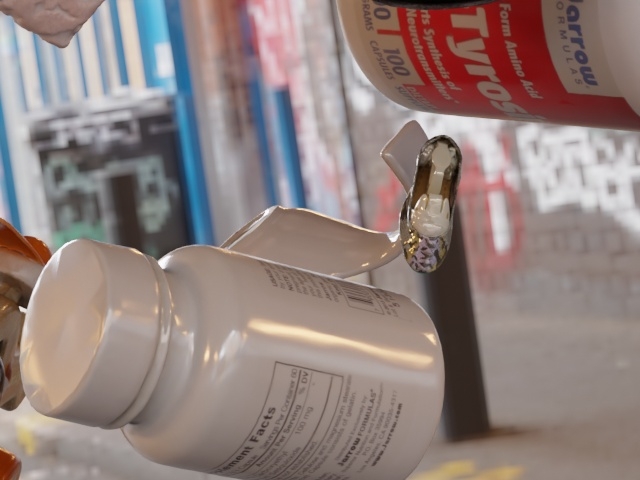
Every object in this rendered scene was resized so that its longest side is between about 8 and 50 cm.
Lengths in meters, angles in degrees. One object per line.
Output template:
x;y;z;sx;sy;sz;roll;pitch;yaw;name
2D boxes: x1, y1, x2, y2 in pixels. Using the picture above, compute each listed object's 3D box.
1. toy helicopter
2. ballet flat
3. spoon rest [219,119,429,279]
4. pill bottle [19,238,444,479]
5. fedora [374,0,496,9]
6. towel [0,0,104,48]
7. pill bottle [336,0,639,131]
-0.258;0.090;1.512;0.140;0.235;0.355;22;3;1;toy helicopter
0.081;-0.031;1.433;0.041;0.114;0.041;8;-33;5;ballet flat
0.000;0.000;1.613;0.276;0.084;0.137;-32;11;44;spoon rest
-0.052;0.073;1.155;0.229;0.131;0.131;15;-10;-33;pill bottle
0.073;-0.327;1.290;0.334;0.334;0.152;-7;-14;21;fedora
-0.292;-0.389;1.968;0.317;0.332;0.053;-44;30;18;towel
0.224;-0.199;1.517;0.229;0.229;0.407;-12;14;-42;pill bottle
